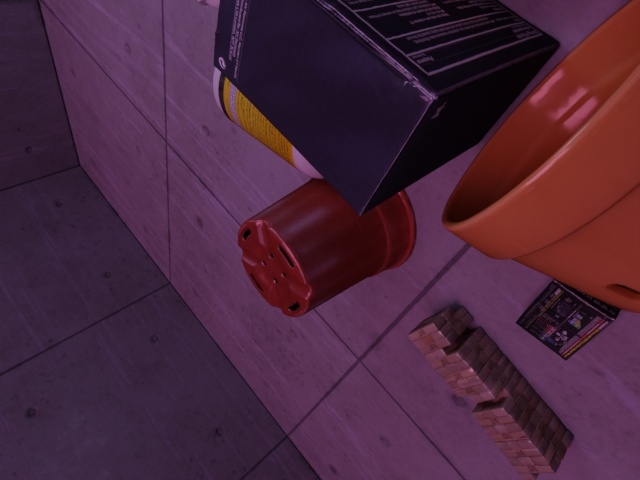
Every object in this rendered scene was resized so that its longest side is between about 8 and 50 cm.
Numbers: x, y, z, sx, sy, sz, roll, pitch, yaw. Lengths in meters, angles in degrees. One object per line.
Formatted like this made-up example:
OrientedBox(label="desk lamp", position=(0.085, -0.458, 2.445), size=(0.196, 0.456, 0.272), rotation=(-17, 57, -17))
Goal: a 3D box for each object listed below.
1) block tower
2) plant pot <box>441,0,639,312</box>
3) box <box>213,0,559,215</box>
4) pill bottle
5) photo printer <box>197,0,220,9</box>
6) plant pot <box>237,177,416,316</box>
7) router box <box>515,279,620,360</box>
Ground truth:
OrientedBox(label="block tower", position=(0.323, 0.281, 0.787), size=(0.335, 0.091, 0.097), rotation=(52, 146, 9))
OrientedBox(label="plant pot", position=(0.299, -0.066, 0.419), size=(0.203, 0.291, 0.291), rotation=(37, 144, 0))
OrientedBox(label="box", position=(0.075, -0.233, 0.523), size=(0.294, 0.296, 0.183), rotation=(47, 143, 16))
OrientedBox(label="pill bottle", position=(-0.026, -0.231, 0.745), size=(0.334, 0.188, 0.188), rotation=(40, 141, 26))
OrientedBox(label="photo printer", position=(-0.126, -0.535, 0.685), size=(0.307, 0.107, 0.256), rotation=(19, 118, 43))
OrientedBox(label="plant pot", position=(0.000, 0.000, 0.821), size=(0.272, 0.265, 0.273), rotation=(31, 138, 34))
OrientedBox(label="router box", position=(0.378, 0.117, 0.639), size=(0.092, 0.038, 0.122), rotation=(41, 142, 24))
